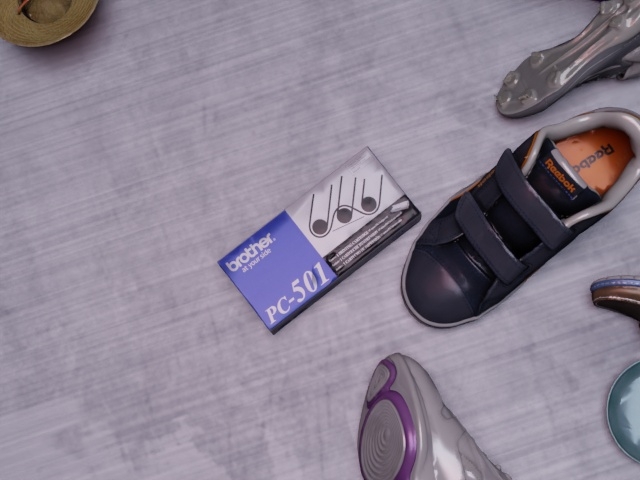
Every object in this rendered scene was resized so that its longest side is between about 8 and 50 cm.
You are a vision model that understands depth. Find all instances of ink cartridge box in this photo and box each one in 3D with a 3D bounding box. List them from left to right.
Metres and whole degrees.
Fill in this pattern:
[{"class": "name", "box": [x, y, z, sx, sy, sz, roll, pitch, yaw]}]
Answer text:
[{"class": "ink cartridge box", "box": [0.000, 0.000, 1.655, 0.207, 0.046, 0.097, -37, 81, -3]}]

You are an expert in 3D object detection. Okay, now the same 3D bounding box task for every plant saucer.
[{"class": "plant saucer", "box": [0.363, 0.183, 1.627, 0.119, 0.021, 0.119, 0, 81, 2]}]

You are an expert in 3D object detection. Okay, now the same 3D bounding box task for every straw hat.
[{"class": "straw hat", "box": [-0.301, -0.263, 1.697, 0.144, 0.061, 0.144, -4, 66, 9]}]

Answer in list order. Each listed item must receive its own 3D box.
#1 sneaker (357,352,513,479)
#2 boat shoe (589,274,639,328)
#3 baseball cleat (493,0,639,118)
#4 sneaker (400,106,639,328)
[{"class": "sneaker", "box": [0.137, 0.260, 1.596, 0.152, 0.114, 0.305, -1, 61, -39]}, {"class": "boat shoe", "box": [0.373, 0.085, 1.613, 0.183, 0.066, 0.066, 12, 72, 3]}, {"class": "baseball cleat", "box": [0.292, -0.185, 1.656, 0.206, 0.109, 0.072, -36, 47, 24]}, {"class": "sneaker", "box": [0.214, -0.033, 1.613, 0.321, 0.127, 0.126, -41, 84, -2]}]
